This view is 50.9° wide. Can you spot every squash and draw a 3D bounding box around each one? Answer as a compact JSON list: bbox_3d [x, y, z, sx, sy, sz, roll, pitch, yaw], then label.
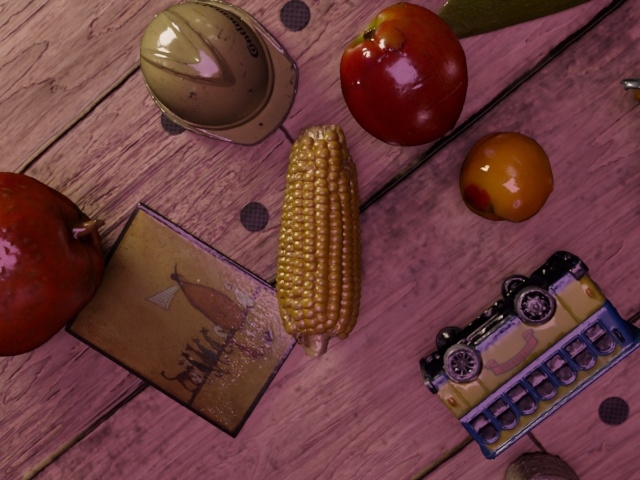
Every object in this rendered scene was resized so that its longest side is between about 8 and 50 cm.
[{"bbox_3d":[0.274,-0.418,0.957,0.289,0.111,0.203,-11,93,7],"label":"squash"}]

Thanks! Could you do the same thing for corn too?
[{"bbox_3d":[0.000,0.000,1.010,0.130,0.130,0.347,2,92,4],"label":"corn"}]

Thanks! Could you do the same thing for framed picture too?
[{"bbox_3d":[-0.216,0.132,1.096,0.339,0.014,0.255,33,97,0],"label":"framed picture"}]

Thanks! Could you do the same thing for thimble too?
[{"bbox_3d":[0.353,0.392,1.044,0.115,0.090,0.102,36,101,-2],"label":"thimble"}]

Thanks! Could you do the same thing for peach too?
[{"bbox_3d":[0.123,-0.222,0.954,0.197,0.197,0.197,0,96,4],"label":"peach"},{"bbox_3d":[0.267,-0.093,0.975,0.138,0.138,0.138,0,96,4],"label":"peach"}]

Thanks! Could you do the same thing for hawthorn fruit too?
[{"bbox_3d":[-0.453,0.028,0.981,0.300,0.275,0.275,-24,94,4],"label":"hawthorn fruit"}]

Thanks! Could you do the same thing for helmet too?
[{"bbox_3d":[-0.166,-0.257,0.991,0.257,0.137,0.204,28,97,1],"label":"helmet"}]

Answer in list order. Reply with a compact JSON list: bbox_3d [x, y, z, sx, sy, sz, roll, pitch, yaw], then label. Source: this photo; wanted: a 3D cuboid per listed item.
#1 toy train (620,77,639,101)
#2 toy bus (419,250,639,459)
[{"bbox_3d":[0.628,-0.153,0.928,0.429,0.178,0.249,7,106,4],"label":"toy train"},{"bbox_3d":[0.304,0.163,0.999,0.288,0.138,0.175,-40,91,7],"label":"toy bus"}]
